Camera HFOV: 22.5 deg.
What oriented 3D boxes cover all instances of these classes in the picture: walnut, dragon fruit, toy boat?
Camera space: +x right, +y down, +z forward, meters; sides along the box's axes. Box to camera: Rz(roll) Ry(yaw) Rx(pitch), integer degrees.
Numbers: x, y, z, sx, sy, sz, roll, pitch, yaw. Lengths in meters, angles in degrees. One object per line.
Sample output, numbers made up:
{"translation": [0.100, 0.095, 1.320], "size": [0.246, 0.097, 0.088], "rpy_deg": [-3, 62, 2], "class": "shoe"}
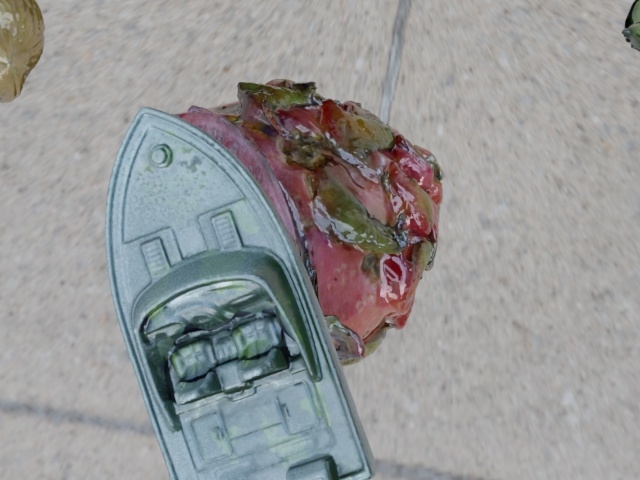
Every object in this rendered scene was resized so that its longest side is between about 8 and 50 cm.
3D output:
{"translation": [-0.243, -0.145, 1.122], "size": [0.105, 0.124, 0.105], "rpy_deg": [-19, 122, -33], "class": "walnut"}
{"translation": [0.000, 0.000, 1.606], "size": [0.296, 0.262, 0.314], "rpy_deg": [-45, 64, 46], "class": "dragon fruit"}
{"translation": [-0.071, 0.056, 1.127], "size": [0.141, 0.092, 0.320], "rpy_deg": [-21, 86, 14], "class": "toy boat"}

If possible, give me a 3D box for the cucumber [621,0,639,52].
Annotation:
{"translation": [0.310, -0.090, 0.984], "size": [0.244, 0.134, 0.134], "rpy_deg": [40, 102, -16], "class": "cucumber"}
